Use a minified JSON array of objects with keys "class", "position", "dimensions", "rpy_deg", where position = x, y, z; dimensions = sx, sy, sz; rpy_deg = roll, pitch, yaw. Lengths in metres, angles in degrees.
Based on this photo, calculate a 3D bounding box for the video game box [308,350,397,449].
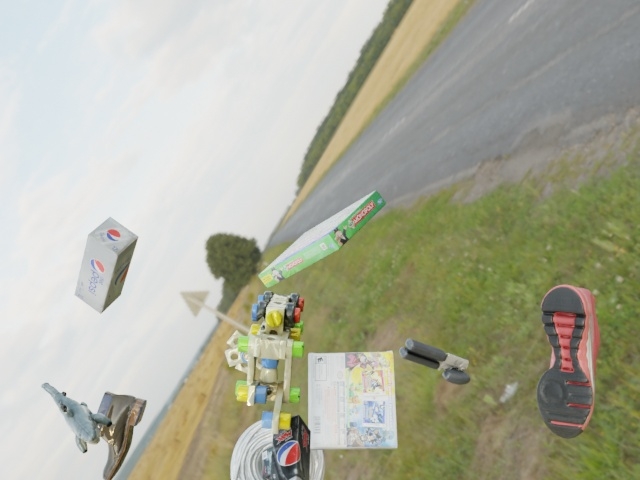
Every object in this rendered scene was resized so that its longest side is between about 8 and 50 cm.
[{"class":"video game box","position":[0.068,0.342,1.528],"dimensions":[0.048,0.187,0.205],"rpy_deg":[77,-168,-68]}]

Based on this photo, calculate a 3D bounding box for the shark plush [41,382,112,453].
[{"class":"shark plush","position":[-0.443,0.307,1.290],"dimensions":[0.073,0.161,0.067],"rpy_deg":[-37,-24,-6]}]

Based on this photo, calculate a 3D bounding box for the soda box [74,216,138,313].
[{"class":"soda box","position":[-0.575,0.071,1.907],"dimensions":[0.091,0.098,0.286],"rpy_deg":[-52,-5,-44]}]

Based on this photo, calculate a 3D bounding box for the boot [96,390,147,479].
[{"class":"boot","position":[-0.520,0.482,1.770],"dimensions":[0.082,0.106,0.219],"rpy_deg":[111,180,-82]}]

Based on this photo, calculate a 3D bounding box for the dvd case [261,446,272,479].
[{"class":"dvd case","position":[-0.098,0.547,1.807],"dimensions":[0.119,0.013,0.087],"rpy_deg":[-31,30,12]}]

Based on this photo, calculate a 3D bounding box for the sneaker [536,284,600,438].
[{"class":"sneaker","position":[0.526,0.244,1.449],"dimensions":[0.116,0.136,0.314],"rpy_deg":[5,95,44]}]

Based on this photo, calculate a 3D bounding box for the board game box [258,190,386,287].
[{"class":"board game box","position":[0.000,0.000,1.774],"dimensions":[0.317,0.046,0.213],"rpy_deg":[-30,9,49]}]

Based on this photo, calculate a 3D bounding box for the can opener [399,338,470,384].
[{"class":"can opener","position":[0.395,0.412,2.392],"dimensions":[0.076,0.283,0.095],"rpy_deg":[-55,32,20]}]

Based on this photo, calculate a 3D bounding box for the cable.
[{"class":"cable","position":[-0.113,0.607,1.913],"dimensions":[0.089,0.257,0.257],"rpy_deg":[72,-161,-71]}]

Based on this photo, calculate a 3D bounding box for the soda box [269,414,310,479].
[{"class":"soda box","position":[-0.053,0.400,1.275],"dimensions":[0.053,0.060,0.169],"rpy_deg":[-19,36,14]}]

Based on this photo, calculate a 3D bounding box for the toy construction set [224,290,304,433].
[{"class":"toy construction set","position":[-0.098,0.216,1.385],"dimensions":[0.327,0.151,0.215],"rpy_deg":[-151,64,-76]}]
